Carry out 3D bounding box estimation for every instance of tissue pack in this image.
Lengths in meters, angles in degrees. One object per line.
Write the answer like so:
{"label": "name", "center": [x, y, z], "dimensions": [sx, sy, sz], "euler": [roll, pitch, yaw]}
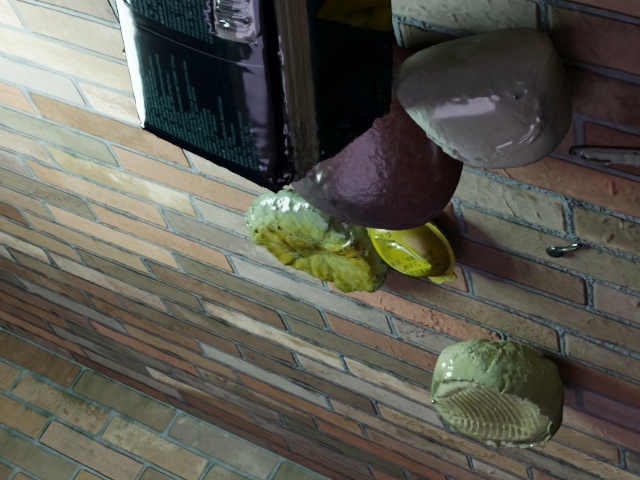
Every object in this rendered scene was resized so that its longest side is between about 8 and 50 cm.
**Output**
{"label": "tissue pack", "center": [-0.079, -0.299, 1.360], "dimensions": [0.264, 0.253, 0.417], "euler": [24, 137, 30]}

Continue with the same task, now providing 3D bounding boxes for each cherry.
{"label": "cherry", "center": [0.070, -0.144, 1.650], "dimensions": [0.261, 0.221, 0.307], "euler": [20, 143, 13]}

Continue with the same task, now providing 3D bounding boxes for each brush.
{"label": "brush", "center": [0.370, 0.014, 1.845], "dimensions": [0.024, 0.008, 0.083], "euler": [42, 155, -14]}

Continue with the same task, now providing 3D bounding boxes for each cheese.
{"label": "cheese", "center": [0.212, -0.174, 1.483], "dimensions": [0.198, 0.154, 0.189], "euler": [-7, 138, 30]}
{"label": "cheese", "center": [0.124, -0.023, 2.000], "dimensions": [0.270, 0.069, 0.177], "euler": [45, 152, -17]}

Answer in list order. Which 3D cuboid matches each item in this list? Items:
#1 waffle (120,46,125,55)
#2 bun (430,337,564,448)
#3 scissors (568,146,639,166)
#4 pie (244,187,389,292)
{"label": "waffle", "center": [-0.205, -0.266, 1.933], "dimensions": [0.193, 0.070, 0.197], "euler": [0, 144, 50]}
{"label": "bun", "center": [0.330, 0.265, 2.208], "dimensions": [0.259, 0.152, 0.259], "euler": [16, 147, 10]}
{"label": "scissors", "center": [0.440, -0.099, 1.523], "dimensions": [0.300, 0.022, 0.109], "euler": [10, 144, 42]}
{"label": "pie", "center": [0.000, 0.000, 2.194], "dimensions": [0.306, 0.071, 0.306], "euler": [25, 158, 11]}
